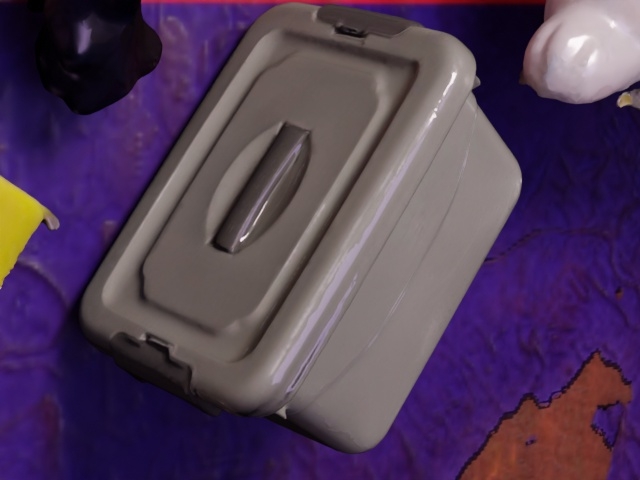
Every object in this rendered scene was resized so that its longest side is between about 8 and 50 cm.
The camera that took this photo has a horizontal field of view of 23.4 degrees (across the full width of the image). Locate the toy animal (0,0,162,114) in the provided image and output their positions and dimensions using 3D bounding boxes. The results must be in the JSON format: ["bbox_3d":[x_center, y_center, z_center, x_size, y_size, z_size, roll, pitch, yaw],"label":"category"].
[{"bbox_3d":[-0.078,-0.174,0.471,0.195,0.090,0.324,-32,153,-44],"label":"toy animal"}]

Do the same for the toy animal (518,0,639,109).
[{"bbox_3d":[0.190,-0.192,0.652,0.249,0.174,0.289,15,119,-26],"label":"toy animal"}]

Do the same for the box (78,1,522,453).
[{"bbox_3d":[0.000,0.000,0.622,0.093,0.124,0.172,42,75,-44],"label":"box"}]

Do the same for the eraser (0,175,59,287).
[{"bbox_3d":[-0.218,-0.004,0.490,0.226,0.069,0.158,39,77,-33],"label":"eraser"}]
